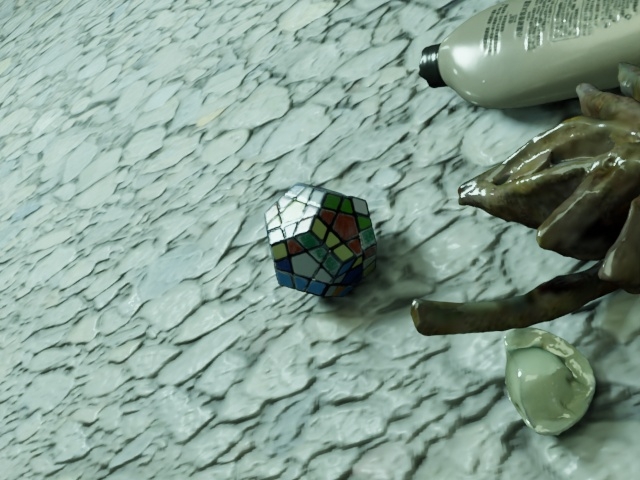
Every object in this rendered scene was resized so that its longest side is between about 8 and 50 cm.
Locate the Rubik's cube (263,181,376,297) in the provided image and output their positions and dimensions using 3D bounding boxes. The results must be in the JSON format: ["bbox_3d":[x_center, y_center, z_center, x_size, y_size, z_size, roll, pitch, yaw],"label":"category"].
[{"bbox_3d":[0.000,0.000,0.715,0.093,0.111,0.111,-14,42,-3],"label":"Rubik's cube"}]

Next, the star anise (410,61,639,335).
[{"bbox_3d":[0.243,-0.033,0.538,0.349,0.109,0.292,-48,34,-19],"label":"star anise"}]

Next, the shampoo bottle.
[{"bbox_3d":[0.206,-0.176,0.713,0.257,0.078,0.127,-1,60,36],"label":"shampoo bottle"}]

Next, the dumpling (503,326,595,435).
[{"bbox_3d":[0.157,0.095,0.545,0.060,0.043,0.077,-17,28,5],"label":"dumpling"}]
